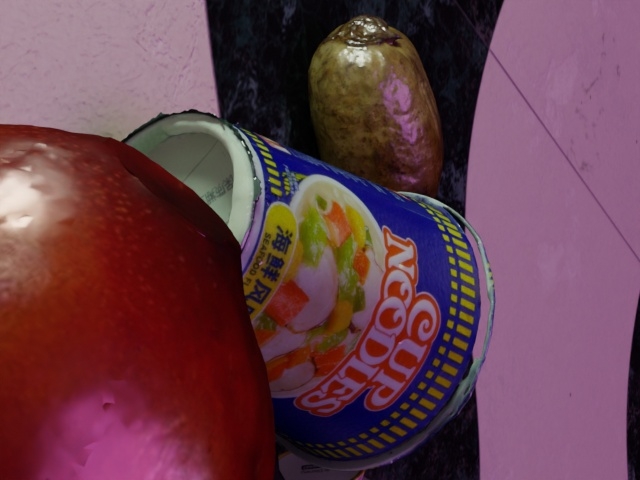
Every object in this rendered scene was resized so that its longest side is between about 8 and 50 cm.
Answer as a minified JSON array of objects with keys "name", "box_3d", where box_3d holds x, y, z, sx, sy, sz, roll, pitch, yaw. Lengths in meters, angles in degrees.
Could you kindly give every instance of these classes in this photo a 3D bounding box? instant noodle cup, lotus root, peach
[{"name":"instant noodle cup","box_3d":[-0.044,0.031,1.626,0.312,0.284,0.284,30,68,-49]},{"name":"lotus root","box_3d":[0.062,-0.102,1.900,0.145,0.128,0.260,-61,145,-52]},{"name":"peach","box_3d":[-0.203,0.107,1.188,0.388,0.388,0.388,-15,107,-59]}]

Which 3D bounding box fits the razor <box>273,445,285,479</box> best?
[{"name":"razor","box_3d":[-0.129,0.305,1.641,0.349,0.113,0.204,-23,112,-57]}]

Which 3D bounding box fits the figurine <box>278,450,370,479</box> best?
[{"name":"figurine","box_3d":[0.013,0.338,1.874,0.189,0.142,0.263,-76,160,-65]}]
